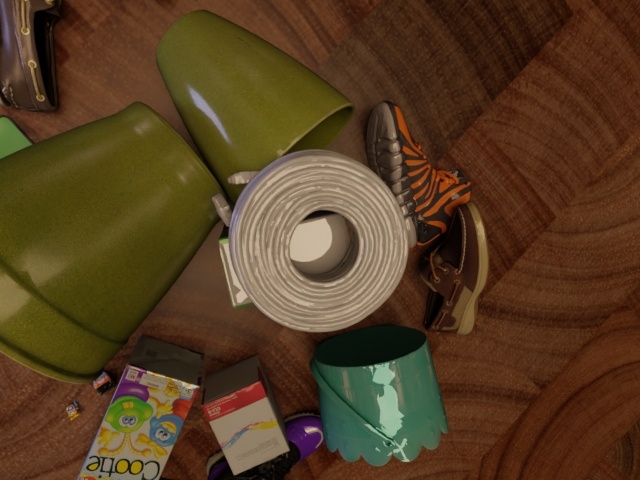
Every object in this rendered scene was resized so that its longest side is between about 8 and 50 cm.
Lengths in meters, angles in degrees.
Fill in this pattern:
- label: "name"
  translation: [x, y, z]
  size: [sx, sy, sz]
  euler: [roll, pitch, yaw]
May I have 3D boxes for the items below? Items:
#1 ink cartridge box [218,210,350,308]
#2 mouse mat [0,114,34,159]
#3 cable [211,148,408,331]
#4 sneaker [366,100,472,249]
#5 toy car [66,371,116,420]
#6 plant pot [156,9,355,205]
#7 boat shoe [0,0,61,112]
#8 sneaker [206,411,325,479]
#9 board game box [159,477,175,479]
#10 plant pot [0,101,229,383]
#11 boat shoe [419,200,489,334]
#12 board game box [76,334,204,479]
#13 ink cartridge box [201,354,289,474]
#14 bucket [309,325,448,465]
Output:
- label: "ink cartridge box"
  translation: [-0.075, 0.015, 0.772]
  size: [0.201, 0.278, 0.117]
  euler: [-13, 99, -10]
- label: "mouse mat"
  translation: [-0.577, -0.115, 0.779]
  size: [0.152, 0.007, 0.190]
  euler: [-39, 104, -4]
- label: "cable"
  translation: [0.000, 0.000, 0.596]
  size: [0.256, 0.089, 0.257]
  euler: [-20, 100, -8]
- label: "sneaker"
  translation: [0.214, -0.153, 0.899]
  size: [0.179, 0.124, 0.322]
  euler: [-22, 114, -12]
- label: "toy car"
  translation: [-0.477, 0.312, 0.851]
  size: [0.122, 0.060, 0.041]
  euler: [-38, 73, -11]
- label: "plant pot"
  translation: [-0.137, -0.246, 0.742]
  size: [0.274, 0.275, 0.293]
  euler: [-42, 90, -3]
- label: "boat shoe"
  translation: [-0.489, -0.384, 0.699]
  size: [0.096, 0.116, 0.325]
  euler: [7, 102, -18]
- label: "sneaker"
  translation: [-0.108, 0.497, 0.915]
  size: [0.293, 0.146, 0.102]
  euler: [-25, 104, -7]
- label: "board game box"
  translation: [-0.350, 0.608, 0.943]
  size: [0.259, 0.030, 0.136]
  euler: [19, 97, -15]
- label: "plant pot"
  translation: [-0.355, -0.030, 0.688]
  size: [0.353, 0.366, 0.367]
  euler: [-43, 106, -14]
- label: "boat shoe"
  translation: [0.280, 0.075, 0.916]
  size: [0.123, 0.123, 0.342]
  euler: [-3, 127, 2]
- label: "board game box"
  translation: [-0.355, 0.359, 0.839]
  size: [0.141, 0.144, 0.276]
  euler: [24, 95, -15]
- label: "ink cartridge box"
  translation: [-0.158, 0.367, 0.890]
  size: [0.127, 0.128, 0.176]
  euler: [-22, 103, -8]
- label: "bucket"
  translation: [0.115, 0.302, 0.871]
  size: [0.280, 0.281, 0.183]
  euler: [-11, 93, -10]
